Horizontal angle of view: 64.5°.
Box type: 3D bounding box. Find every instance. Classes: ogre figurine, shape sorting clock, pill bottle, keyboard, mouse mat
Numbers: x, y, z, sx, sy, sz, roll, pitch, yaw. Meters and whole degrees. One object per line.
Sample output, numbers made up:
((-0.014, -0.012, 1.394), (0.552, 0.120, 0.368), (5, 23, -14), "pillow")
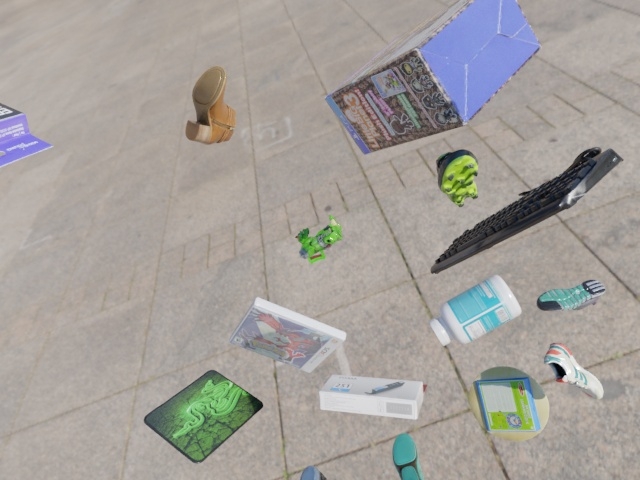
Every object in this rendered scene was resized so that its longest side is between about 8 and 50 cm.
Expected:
((0.000, 0.000, 1.371), (0.118, 0.096, 0.197), (-33, 25, 10), "ogre figurine")
((0.510, 0.442, 1.377), (0.206, 0.206, 0.040), (3, 8, 33), "shape sorting clock")
((0.481, 0.230, 1.602), (0.264, 0.146, 0.146), (-31, 35, 9), "pill bottle")
((0.291, -0.048, 0.733), (0.202, 0.033, 0.317), (-35, -4, -25), "keyboard")
((-0.224, 0.335, 0.990), (0.153, 0.007, 0.190), (25, 31, 25), "mouse mat")

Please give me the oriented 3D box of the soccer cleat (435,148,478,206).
((0.189, -0.100, 0.728), (0.060, 0.179, 0.072), (-30, 73, 11), "soccer cleat")

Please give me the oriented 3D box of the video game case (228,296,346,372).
((-0.075, 0.206, 1.071), (0.183, 0.201, 0.023), (-54, 17, 46), "video game case")

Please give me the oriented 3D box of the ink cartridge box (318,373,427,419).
((0.174, 0.465, 1.599), (0.297, 0.066, 0.261), (0, 8, 19), "ink cartridge box")

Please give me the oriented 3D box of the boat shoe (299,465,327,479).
((-0.013, 0.415, 0.768), (0.049, 0.040, 0.142), (-36, 24, 30), "boat shoe")

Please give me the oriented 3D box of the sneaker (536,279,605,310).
((0.801, 0.203, 1.629), (0.224, 0.098, 0.083), (-14, 43, -3), "sneaker")

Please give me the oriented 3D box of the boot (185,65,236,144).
((-0.253, -0.333, 1.267), (0.073, 0.197, 0.152), (36, 21, 16), "boot")

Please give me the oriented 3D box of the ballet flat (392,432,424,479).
((0.276, 0.717, 1.574), (0.083, 0.087, 0.247), (-17, 22, 6), "ballet flat")

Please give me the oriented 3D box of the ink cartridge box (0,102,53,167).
((-0.566, -0.168, 0.771), (0.208, 0.045, 0.206), (24, 32, 5), "ink cartridge box")

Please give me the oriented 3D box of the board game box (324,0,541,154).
((0.188, -0.297, 0.909), (0.232, 0.141, 0.291), (-44, 18, -19), "board game box")

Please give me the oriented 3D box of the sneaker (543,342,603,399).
((0.583, 0.320, 1.182), (0.075, 0.161, 0.057), (-38, -6, -33), "sneaker")
